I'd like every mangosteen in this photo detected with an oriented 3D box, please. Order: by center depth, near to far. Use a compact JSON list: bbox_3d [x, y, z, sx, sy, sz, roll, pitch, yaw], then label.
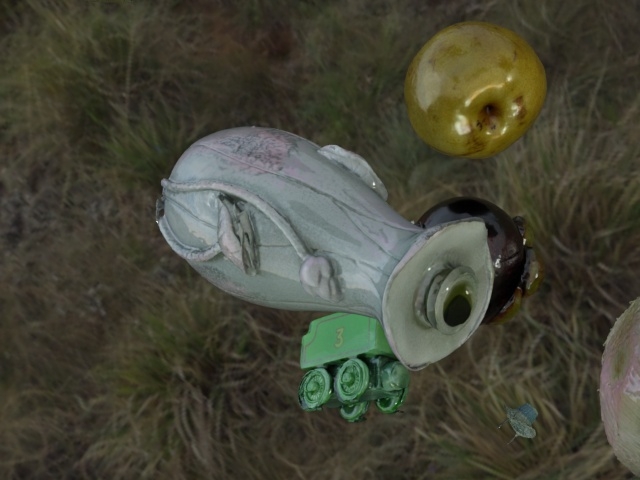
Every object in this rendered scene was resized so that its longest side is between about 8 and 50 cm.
[{"bbox_3d":[0.216,0.035,1.393,0.210,0.210,0.210,-15,51,19],"label":"mangosteen"}]

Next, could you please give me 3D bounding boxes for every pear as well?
[{"bbox_3d":[0.226,-0.227,1.414,0.209,0.209,0.209,-15,51,19],"label":"pear"}]

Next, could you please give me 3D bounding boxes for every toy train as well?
[{"bbox_3d":[0.062,0.217,1.693,0.243,0.132,0.188,-23,55,46],"label":"toy train"}]

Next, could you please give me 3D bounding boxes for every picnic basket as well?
[{"bbox_3d":[0.381,0.354,1.839,0.083,0.065,0.083,-40,44,-14],"label":"picnic basket"}]

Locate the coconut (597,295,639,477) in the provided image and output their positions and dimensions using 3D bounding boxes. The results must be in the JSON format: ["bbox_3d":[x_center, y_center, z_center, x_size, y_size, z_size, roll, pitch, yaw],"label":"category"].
[{"bbox_3d":[0.615,0.241,1.403,0.404,0.404,0.404,-15,51,19],"label":"coconut"}]

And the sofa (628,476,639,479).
[{"bbox_3d":[0.445,0.486,1.360,0.176,0.210,0.225,-48,-6,33],"label":"sofa"}]

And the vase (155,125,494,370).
[{"bbox_3d":[0.000,0.000,1.195,0.445,0.250,0.250,24,71,41],"label":"vase"}]

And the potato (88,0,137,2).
[{"bbox_3d":[-0.181,-0.313,0.831,0.160,0.178,0.235,-20,53,53],"label":"potato"}]
